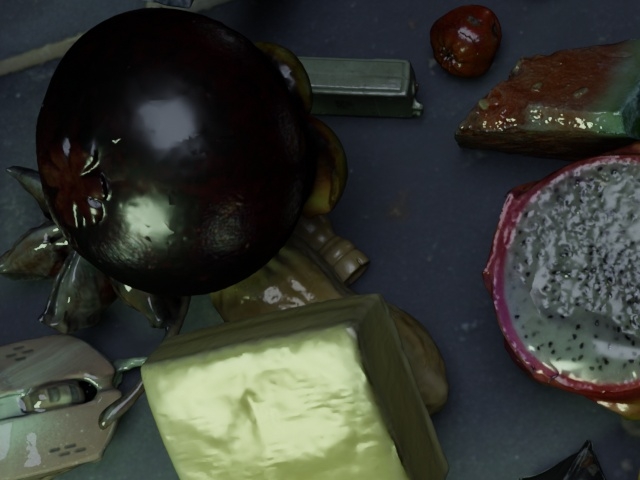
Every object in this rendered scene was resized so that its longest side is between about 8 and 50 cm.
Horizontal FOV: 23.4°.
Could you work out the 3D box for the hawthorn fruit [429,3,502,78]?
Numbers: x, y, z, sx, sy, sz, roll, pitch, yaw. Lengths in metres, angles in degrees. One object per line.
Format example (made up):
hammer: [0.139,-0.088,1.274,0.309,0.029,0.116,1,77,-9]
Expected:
hawthorn fruit: [0.178,-0.242,1.854,0.093,0.093,0.093,-3,73,9]

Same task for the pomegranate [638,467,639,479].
pomegranate: [0.460,0.255,1.545,0.307,0.307,0.307,-3,73,9]

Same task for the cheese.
cheese: [-0.028,0.197,1.641,0.265,0.124,0.242,-14,106,24]

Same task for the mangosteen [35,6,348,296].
mangosteen: [-0.131,-0.103,1.640,0.347,0.307,0.307,-25,64,-42]

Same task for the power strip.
power strip: [-0.010,-0.187,1.864,0.272,0.078,0.052,4,72,11]

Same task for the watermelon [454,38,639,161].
watermelon: [0.271,-0.149,1.769,0.256,0.193,0.140,-3,71,23]

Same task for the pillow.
pillow: [0.288,0.304,1.679,0.090,0.048,0.150,-26,73,-2]

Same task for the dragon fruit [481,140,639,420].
dragon fruit: [0.319,0.052,1.689,0.290,0.189,0.291,-5,73,17]

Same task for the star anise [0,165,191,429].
star anise: [-0.252,0.010,1.818,0.316,0.139,0.359,26,79,31]

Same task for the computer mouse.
computer mouse: [-0.372,0.210,1.786,0.389,0.115,0.199,-21,74,4]

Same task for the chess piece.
chess piece: [0.000,0.000,1.817,0.066,0.066,0.122,-41,77,-4]

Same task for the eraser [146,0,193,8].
eraser: [-0.101,-0.346,1.771,0.098,0.404,0.096,14,112,16]

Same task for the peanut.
peanut: [0.009,0.099,1.740,0.313,0.149,0.149,29,80,15]
